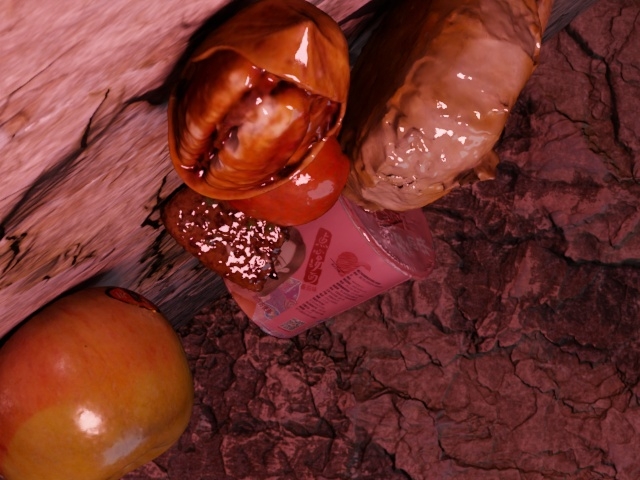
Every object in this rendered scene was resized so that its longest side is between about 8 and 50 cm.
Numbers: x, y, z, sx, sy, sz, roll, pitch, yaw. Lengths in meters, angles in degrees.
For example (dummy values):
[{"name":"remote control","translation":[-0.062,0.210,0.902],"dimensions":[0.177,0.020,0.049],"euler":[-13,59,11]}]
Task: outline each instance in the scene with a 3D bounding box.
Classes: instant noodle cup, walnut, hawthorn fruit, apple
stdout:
[{"name":"instant noodle cup","translation":[0.000,0.000,1.923],"dimensions":[0.231,0.243,0.243],"euler":[-32,-179,25]},{"name":"walnut","translation":[-0.039,-0.092,0.903],"dimensions":[0.115,0.116,0.207],"euler":[-37,177,-29]},{"name":"hawthorn fruit","translation":[-0.039,-0.076,1.201],"dimensions":[0.140,0.125,0.125],"euler":[4,-168,17]},{"name":"apple","translation":[-0.253,0.166,1.493],"dimensions":[0.260,0.194,0.261],"euler":[-33,173,-5]}]

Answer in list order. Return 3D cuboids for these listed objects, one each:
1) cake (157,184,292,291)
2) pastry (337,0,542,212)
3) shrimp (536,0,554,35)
[{"name":"cake","translation":[-0.071,-0.083,1.421],"dimensions":[0.112,0.135,0.246],"euler":[-127,-121,-81]},{"name":"pastry","translation":[0.107,-0.140,1.232],"dimensions":[0.236,0.120,0.257],"euler":[-40,-154,52]},{"name":"shrimp","translation":[0.206,-0.252,1.496],"dimensions":[0.272,0.085,0.445],"euler":[-62,-178,26]}]
